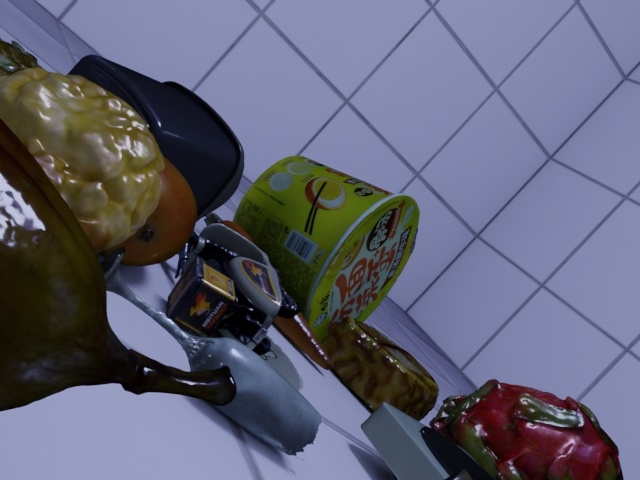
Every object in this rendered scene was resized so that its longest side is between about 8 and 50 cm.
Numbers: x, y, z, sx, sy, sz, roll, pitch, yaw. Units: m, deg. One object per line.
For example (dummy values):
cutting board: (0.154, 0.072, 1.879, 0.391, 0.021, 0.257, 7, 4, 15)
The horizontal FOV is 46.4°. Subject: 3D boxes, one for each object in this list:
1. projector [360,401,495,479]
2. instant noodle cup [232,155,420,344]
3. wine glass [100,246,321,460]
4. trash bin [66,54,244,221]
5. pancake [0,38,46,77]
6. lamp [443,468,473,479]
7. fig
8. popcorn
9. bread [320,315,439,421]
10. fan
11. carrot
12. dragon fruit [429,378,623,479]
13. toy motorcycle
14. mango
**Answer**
projector: (0.184, 0.335, 0.911, 0.257, 0.079, 0.259, 39, 5, -44)
instant noodle cup: (0.000, 0.000, 1.314, 0.221, 0.311, 0.311, 34, 0, 25)
wine glass: (-0.099, 0.109, 0.668, 0.262, 0.074, 0.074, 43, 4, -21)
trash bin: (-0.245, -0.139, 1.087, 0.209, 0.182, 0.290, 46, 10, 16)
pancake: (-0.463, -0.253, 1.080, 0.197, 0.054, 0.376, 43, 2, -13)
lamp: (0.156, 0.304, 0.626, 0.215, 0.121, 0.121, 58, 8, 17)
fig: (-0.160, 0.019, 0.345, 0.274, 0.145, 0.170, 33, 13, -17)
popcorn: (-0.225, -0.063, 0.635, 0.180, 0.170, 0.180, 43, -16, 15)
bread: (0.103, 0.221, 1.260, 0.181, 0.096, 0.222, 42, 3, 31)
fan: (-0.101, 0.111, 0.996, 0.191, 0.009, 0.329, 39, 7, -11)
carrot: (-0.091, 0.077, 1.182, 0.336, 0.069, 0.069, 51, 7, 23)
dragon fruit: (0.318, 0.343, 1.160, 0.302, 0.237, 0.231, 32, -17, 1)
toy motorcycle: (-0.114, 0.046, 0.921, 0.157, 0.091, 0.263, 33, 11, -21)
mango: (-0.206, -0.046, 0.830, 0.151, 0.120, 0.221, 47, 3, -7)
